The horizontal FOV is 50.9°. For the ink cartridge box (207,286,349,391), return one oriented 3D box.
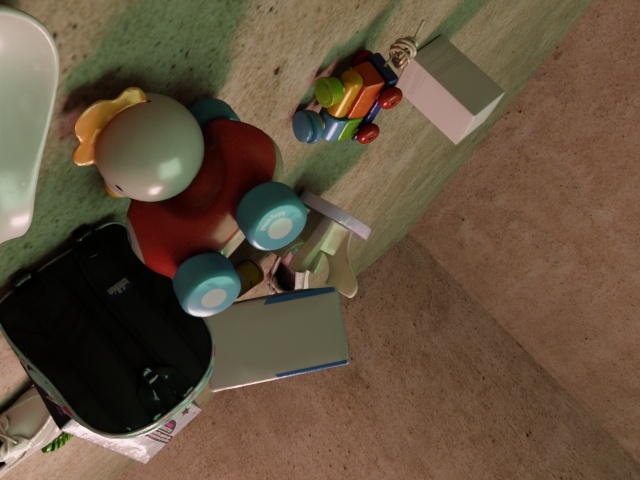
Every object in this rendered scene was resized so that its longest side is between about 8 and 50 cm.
[{"bbox_3d":[-0.116,0.206,1.499,0.286,0.166,0.395,-10,177,-8],"label":"ink cartridge box"}]

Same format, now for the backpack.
[{"bbox_3d":[-0.268,0.135,0.896,0.225,0.253,0.191,-41,169,-22],"label":"backpack"}]

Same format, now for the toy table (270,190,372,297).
[{"bbox_3d":[0.000,0.000,1.519,0.160,0.252,0.274,-61,157,1],"label":"toy table"}]

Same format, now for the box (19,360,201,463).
[{"bbox_3d":[-0.335,0.242,1.112,0.142,0.163,0.247,-44,147,-7],"label":"box"}]

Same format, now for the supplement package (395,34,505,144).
[{"bbox_3d":[0.262,-0.307,1.370,0.105,0.179,0.105,-38,168,-26],"label":"supplement package"}]

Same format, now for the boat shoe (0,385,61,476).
[{"bbox_3d":[-0.539,0.340,1.154,0.267,0.096,0.088,-38,176,13],"label":"boat shoe"}]

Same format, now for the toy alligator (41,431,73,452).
[{"bbox_3d":[-0.563,0.420,1.473,0.056,0.051,0.190,-48,169,24],"label":"toy alligator"}]

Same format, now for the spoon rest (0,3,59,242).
[{"bbox_3d":[-0.271,-0.072,0.536,0.137,0.084,0.276,-37,168,-35],"label":"spoon rest"}]

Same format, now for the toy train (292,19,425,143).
[{"bbox_3d":[0.054,-0.250,1.065,0.143,0.105,0.248,-20,157,-35],"label":"toy train"}]

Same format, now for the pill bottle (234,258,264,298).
[{"bbox_3d":[-0.192,0.096,1.566,0.116,0.065,0.065,-35,166,-38],"label":"pill bottle"}]

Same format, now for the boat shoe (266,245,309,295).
[{"bbox_3d":[-0.090,0.098,1.850,0.103,0.118,0.320,-28,158,-39],"label":"boat shoe"}]

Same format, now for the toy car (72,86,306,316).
[{"bbox_3d":[-0.178,-0.072,0.730,0.210,0.219,0.238,-45,141,13],"label":"toy car"}]
